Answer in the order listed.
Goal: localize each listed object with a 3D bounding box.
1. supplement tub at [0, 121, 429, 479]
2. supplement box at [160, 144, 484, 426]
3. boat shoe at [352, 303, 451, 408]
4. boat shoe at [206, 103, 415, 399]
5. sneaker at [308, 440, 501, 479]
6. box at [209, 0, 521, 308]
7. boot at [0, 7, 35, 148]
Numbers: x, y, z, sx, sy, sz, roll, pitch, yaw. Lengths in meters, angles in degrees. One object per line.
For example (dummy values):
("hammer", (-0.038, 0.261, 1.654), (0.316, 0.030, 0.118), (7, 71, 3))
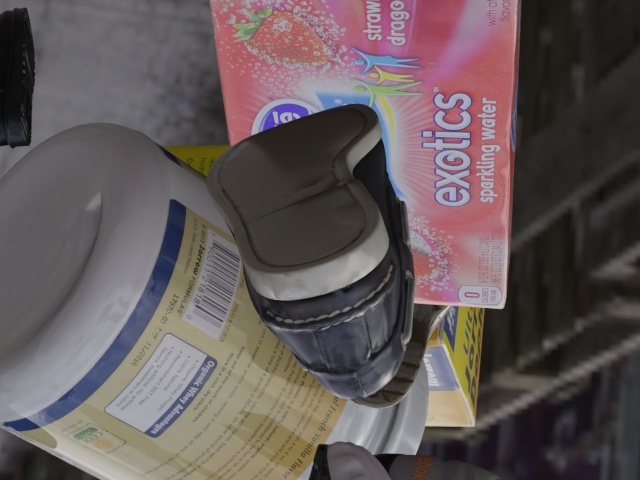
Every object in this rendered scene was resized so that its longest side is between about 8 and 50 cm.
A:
("supplement tub", (-0.094, 0.080, 1.449), (0.316, 0.228, 0.228), (34, 151, -34))
("supplement box", (-0.040, 0.042, 1.795), (0.357, 0.194, 0.195), (0, 153, 14))
("boat shoe", (0.062, 0.032, 1.364), (0.064, 0.178, 0.060), (31, 171, -8))
("boat shoe", (0.000, 0.000, 0.793), (0.075, 0.065, 0.206), (-19, -160, 4))
("sneaker", (0.059, 0.195, 0.859), (0.108, 0.271, 0.100), (0, 135, -11))
("box", (0.029, -0.104, 1.045), (0.154, 0.142, 0.300), (3, 145, 5))
("boot", (-0.235, -0.100, 1.278), (0.099, 0.121, 0.045), (-4, 142, 2))
